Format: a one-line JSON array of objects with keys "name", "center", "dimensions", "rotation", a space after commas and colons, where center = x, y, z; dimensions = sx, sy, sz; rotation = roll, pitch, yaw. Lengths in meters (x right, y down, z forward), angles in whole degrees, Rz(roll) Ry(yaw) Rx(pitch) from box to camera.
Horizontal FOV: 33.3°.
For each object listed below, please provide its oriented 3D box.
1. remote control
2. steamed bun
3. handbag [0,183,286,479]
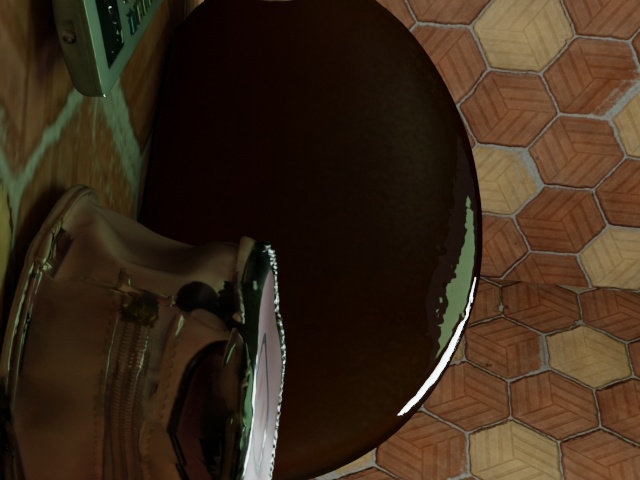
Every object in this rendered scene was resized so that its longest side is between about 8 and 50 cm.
[{"name": "remote control", "center": [-0.105, -0.133, 0.543], "dimensions": [0.166, 0.029, 0.065], "rotation": [-82, 170, -56]}, {"name": "steamed bun", "center": [0.000, 0.000, 0.821], "dimensions": [0.235, 0.248, 0.379], "rotation": [86, 10, -74]}, {"name": "handbag", "center": [-0.082, 0.078, 0.545], "dimensions": [0.179, 0.116, 0.205], "rotation": [-81, 177, -47]}]
